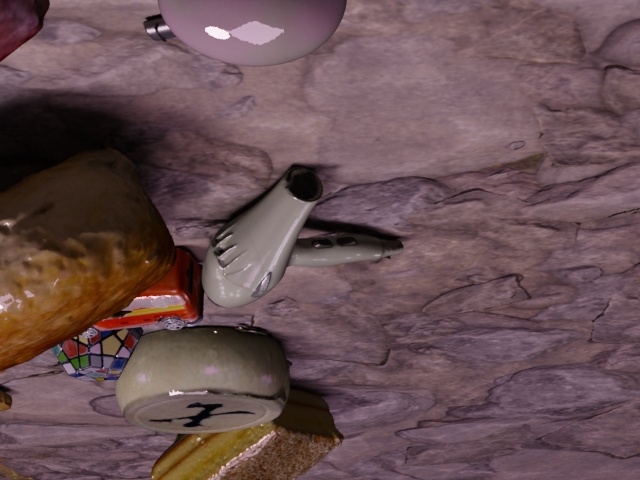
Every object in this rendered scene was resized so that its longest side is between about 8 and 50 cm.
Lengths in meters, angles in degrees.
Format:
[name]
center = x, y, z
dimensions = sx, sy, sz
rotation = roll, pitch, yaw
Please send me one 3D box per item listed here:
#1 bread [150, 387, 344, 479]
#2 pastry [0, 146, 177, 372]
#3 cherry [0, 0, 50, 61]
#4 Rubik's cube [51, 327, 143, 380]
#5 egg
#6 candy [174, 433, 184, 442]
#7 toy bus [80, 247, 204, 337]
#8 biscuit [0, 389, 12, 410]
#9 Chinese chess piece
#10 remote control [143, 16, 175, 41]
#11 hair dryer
[bread]
center = -0.109, 0.302, 2.331
dimensions = 0.234, 0.110, 0.184
rotation = -41, 147, 21
[pastry]
center = -0.282, 0.037, 1.506
dimensions = 0.329, 0.136, 0.329
rotation = -30, 176, -3
[cherry]
center = -0.322, -0.160, 1.032
dimensions = 0.300, 0.203, 0.230
rotation = -2, 154, -23
[Rubik's cube]
center = -0.263, 0.114, 1.916
dimensions = 0.093, 0.111, 0.111
rotation = -36, 152, 7
[egg]
center = -0.048, -0.175, 1.157
dimensions = 0.135, 0.103, 0.103
rotation = 1, 159, -1
[candy]
center = -0.118, 0.321, 2.486
dimensions = 0.209, 0.097, 0.097
rotation = -10, 159, 6
[toy bus]
center = -0.218, 0.055, 1.796
dimensions = 0.174, 0.079, 0.077
rotation = -6, 151, 10
[biscuit]
center = -0.573, 0.220, 2.253
dimensions = 0.254, 0.029, 0.172
rotation = -11, 158, 20
[Chinese chess piece]
center = -0.152, 0.184, 2.115
dimensions = 0.237, 0.092, 0.238
rotation = -2, 158, -1
[remote control]
center = -0.094, -0.172, 1.286
dimensions = 0.091, 0.016, 0.034
rotation = -10, 163, 20
[hair dryer]
center = -0.010, -0.010, 1.665
dimensions = 0.225, 0.088, 0.219
rotation = -12, 157, -11
